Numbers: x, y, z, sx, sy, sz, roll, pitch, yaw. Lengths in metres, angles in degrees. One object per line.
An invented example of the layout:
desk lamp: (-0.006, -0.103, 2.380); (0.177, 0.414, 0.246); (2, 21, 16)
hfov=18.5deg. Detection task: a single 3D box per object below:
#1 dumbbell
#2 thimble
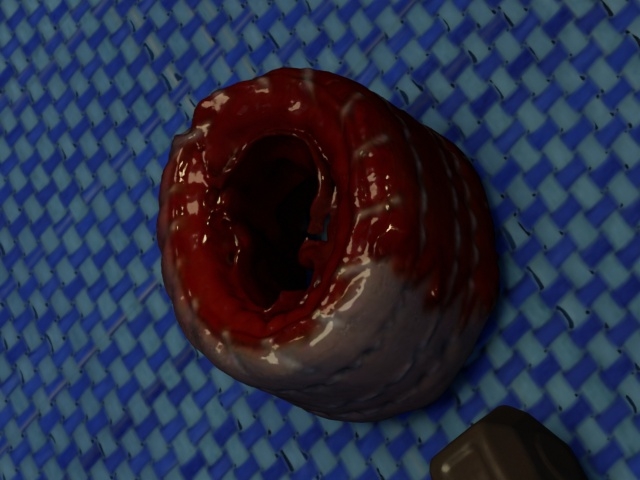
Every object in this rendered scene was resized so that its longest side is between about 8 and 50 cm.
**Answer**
dumbbell: (0.040, 0.179, 1.027); (0.231, 0.082, 0.092); (-40, 55, 22)
thimble: (0.005, 0.002, 1.089); (0.163, 0.125, 0.190); (-38, 54, 21)
